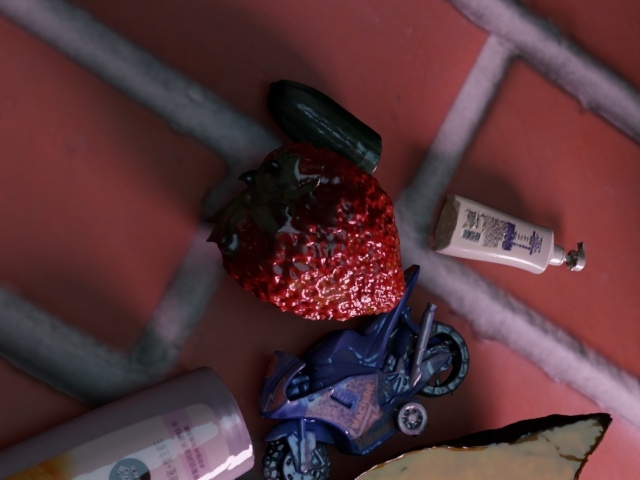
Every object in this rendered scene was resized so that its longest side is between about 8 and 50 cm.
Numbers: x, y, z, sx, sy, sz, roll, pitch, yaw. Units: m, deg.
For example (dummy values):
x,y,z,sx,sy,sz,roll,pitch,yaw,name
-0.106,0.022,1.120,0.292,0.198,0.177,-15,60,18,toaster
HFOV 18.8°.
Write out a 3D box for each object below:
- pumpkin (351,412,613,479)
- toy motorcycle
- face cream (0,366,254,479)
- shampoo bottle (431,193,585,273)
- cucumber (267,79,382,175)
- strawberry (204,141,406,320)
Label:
x,y,z,sx,sy,sz,roll,pitch,yaw,name
0.085,0.213,1.545,0.163,0.111,0.278,34,84,-13,pumpkin
0.024,0.113,1.525,0.205,0.076,0.114,-35,99,-20,toy motorcycle
-0.183,0.188,1.431,0.269,0.073,0.107,-24,94,-20,face cream
0.159,0.003,1.598,0.141,0.034,0.049,16,79,-25,shampoo bottle
0.001,-0.089,1.513,0.105,0.048,0.048,36,78,-22,cucumber
-0.004,-0.004,1.482,0.148,0.131,0.131,30,79,-46,strawberry
